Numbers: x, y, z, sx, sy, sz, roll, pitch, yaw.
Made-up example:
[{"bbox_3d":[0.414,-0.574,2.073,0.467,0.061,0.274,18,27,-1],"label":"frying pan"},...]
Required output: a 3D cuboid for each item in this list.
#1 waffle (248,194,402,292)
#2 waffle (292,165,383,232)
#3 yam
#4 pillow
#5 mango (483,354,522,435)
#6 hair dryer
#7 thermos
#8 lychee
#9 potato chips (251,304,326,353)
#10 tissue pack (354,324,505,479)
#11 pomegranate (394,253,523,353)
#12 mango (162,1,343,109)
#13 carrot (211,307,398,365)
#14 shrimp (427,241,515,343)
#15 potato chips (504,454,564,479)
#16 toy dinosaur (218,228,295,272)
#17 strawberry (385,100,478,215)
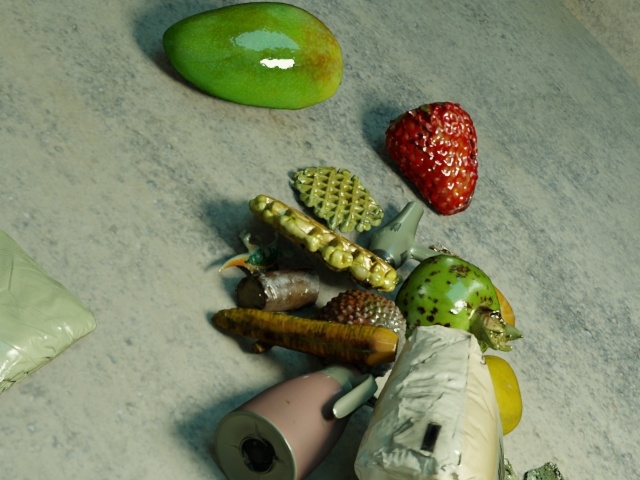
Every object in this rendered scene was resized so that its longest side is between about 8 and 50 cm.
[{"bbox_3d":[0.008,0.005,1.908,0.301,0.058,0.281,32,2,8],"label":"waffle"},{"bbox_3d":[0.034,-0.083,2.111,0.169,0.036,0.183,-6,47,-37],"label":"waffle"},{"bbox_3d":[-0.070,0.088,1.837,0.141,0.079,0.079,-4,56,-45],"label":"yam"},{"bbox_3d":[-0.487,0.084,1.485,0.274,0.076,0.281,44,37,6],"label":"pillow"},{"bbox_3d":[0.312,0.284,1.962,0.137,0.098,0.195,40,30,3],"label":"mango"},{"bbox_3d":[0.205,-0.003,2.115,0.225,0.088,0.219,6,37,-2],"label":"hair dryer"},{"bbox_3d":[-0.017,0.270,1.631,0.265,0.176,0.145,-29,95,-50],"label":"thermos"},{"bbox_3d":[0.064,0.164,1.828,0.165,0.197,0.165,2,85,-28],"label":"lychee"},{"bbox_3d":[-0.052,0.153,1.822,0.204,0.037,0.026,-23,78,-49],"label":"potato chips"},{"bbox_3d":[0.184,0.364,1.636,0.390,0.195,0.375,-68,149,-52],"label":"tissue pack"},{"bbox_3d":[0.249,0.135,1.933,0.211,0.263,0.210,-9,104,-41],"label":"pomegranate"},{"bbox_3d":[-0.130,-0.377,2.143,0.382,0.201,0.225,3,73,-25],"label":"mango"},{"bbox_3d":[-0.030,0.151,1.719,0.314,0.066,0.066,9,37,13],"label":"carrot"},{"bbox_3d":[0.294,0.111,2.141,0.150,0.068,0.248,-28,75,-43],"label":"shrimp"},{"bbox_3d":[0.374,0.454,1.902,0.220,0.029,0.202,28,42,-19],"label":"potato chips"},{"bbox_3d":[-0.108,0.036,1.888,0.106,0.044,0.187,50,32,-15],"label":"toy dinosaur"},{"bbox_3d":[0.260,-0.174,2.306,0.205,0.205,0.244,-14,84,-47],"label":"strawberry"}]
